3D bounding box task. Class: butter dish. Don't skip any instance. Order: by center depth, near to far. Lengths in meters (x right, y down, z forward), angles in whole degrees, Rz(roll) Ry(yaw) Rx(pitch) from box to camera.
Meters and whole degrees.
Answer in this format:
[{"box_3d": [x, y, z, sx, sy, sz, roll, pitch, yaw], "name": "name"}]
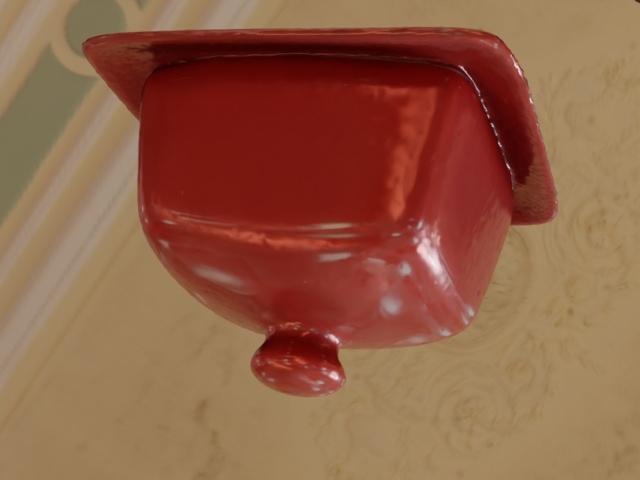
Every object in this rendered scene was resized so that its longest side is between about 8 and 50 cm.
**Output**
[{"box_3d": [0.000, 0.000, 0.413, 0.160, 0.160, 0.118, 3, -110, 20], "name": "butter dish"}]

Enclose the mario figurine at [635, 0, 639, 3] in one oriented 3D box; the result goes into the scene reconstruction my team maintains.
[{"box_3d": [0.170, -0.117, 0.481, 0.170, 0.320, 0.198, 21, -64, -1], "name": "mario figurine"}]
